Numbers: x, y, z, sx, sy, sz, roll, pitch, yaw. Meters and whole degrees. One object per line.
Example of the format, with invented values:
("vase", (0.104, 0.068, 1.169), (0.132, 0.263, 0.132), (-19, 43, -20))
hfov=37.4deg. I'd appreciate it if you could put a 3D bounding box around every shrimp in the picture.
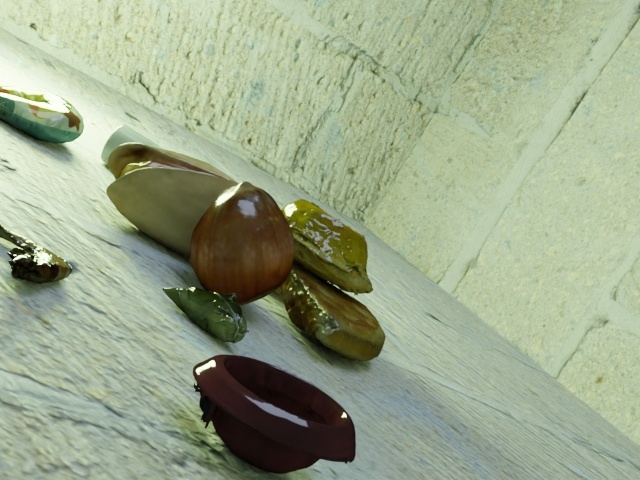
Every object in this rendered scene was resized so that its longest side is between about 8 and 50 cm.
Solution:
("shrimp", (-0.386, 0.006, 1.163), (0.148, 0.035, 0.195), (35, 0, 1))

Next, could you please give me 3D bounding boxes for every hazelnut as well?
("hazelnut", (-0.131, 0.004, 1.601), (0.176, 0.214, 0.214), (5, 11, -6))

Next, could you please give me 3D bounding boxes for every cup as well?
("cup", (-0.416, -0.173, 2.124), (0.133, 0.136, 0.099), (32, 41, 3))

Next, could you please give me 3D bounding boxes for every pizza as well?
("pizza", (0.045, 0.163, 1.757), (0.258, 0.087, 0.268), (30, 8, -31))

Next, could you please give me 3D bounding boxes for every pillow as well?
("pillow", (-0.602, -0.268, 1.987), (0.214, 0.086, 0.233), (19, 13, -14))

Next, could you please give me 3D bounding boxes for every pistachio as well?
("pistachio", (-0.245, -0.074, 1.732), (0.299, 0.187, 0.187), (26, 9, -30))

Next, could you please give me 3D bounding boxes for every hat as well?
("hat", (-0.057, 0.202, 1.048), (0.205, 0.089, 0.205), (27, 6, -3))

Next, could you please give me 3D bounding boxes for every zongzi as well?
("zongzi", (-0.169, 0.107, 1.380), (0.119, 0.055, 0.109), (16, 15, -22))

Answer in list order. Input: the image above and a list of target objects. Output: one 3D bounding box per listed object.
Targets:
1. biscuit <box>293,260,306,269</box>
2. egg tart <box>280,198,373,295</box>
("biscuit", (-0.088, 0.033, 2.097), (0.144, 0.078, 0.426), (33, 8, 3))
("egg tart", (0.000, 0.000, 1.876), (0.295, 0.116, 0.295), (35, 2, -2))
